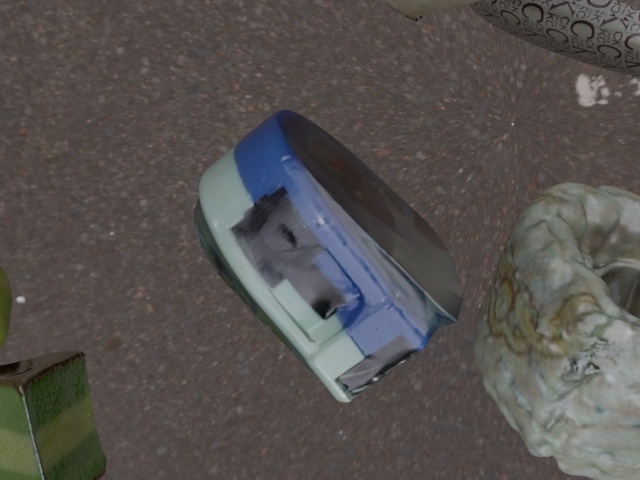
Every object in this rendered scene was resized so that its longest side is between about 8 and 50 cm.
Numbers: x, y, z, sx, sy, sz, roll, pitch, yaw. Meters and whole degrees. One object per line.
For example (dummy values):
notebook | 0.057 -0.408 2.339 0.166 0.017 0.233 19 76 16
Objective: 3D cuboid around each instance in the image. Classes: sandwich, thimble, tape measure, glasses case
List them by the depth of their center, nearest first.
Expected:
sandwich | -0.157 0.101 0.430 0.074 0.116 0.074 -12 89 -2
tape measure | 0.001 0.002 0.874 0.262 0.259 0.138 43 104 -7
thimble | 0.298 0.095 0.883 0.291 0.291 0.195 23 127 9
glasses case | 0.372 -0.337 1.345 0.354 0.137 0.085 30 89 31

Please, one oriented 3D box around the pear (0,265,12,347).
pear | -0.513 0.091 1.204 0.187 0.220 0.188 6 64 -11

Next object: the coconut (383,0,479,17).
coconut | 0.142 -0.399 1.127 0.241 0.241 0.241 2 98 12

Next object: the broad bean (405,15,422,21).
broad bean | 0.125 -0.459 1.411 0.144 0.292 0.049 37 77 6
